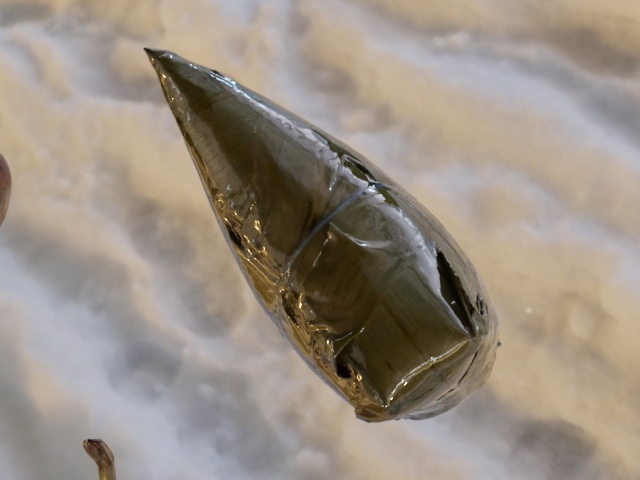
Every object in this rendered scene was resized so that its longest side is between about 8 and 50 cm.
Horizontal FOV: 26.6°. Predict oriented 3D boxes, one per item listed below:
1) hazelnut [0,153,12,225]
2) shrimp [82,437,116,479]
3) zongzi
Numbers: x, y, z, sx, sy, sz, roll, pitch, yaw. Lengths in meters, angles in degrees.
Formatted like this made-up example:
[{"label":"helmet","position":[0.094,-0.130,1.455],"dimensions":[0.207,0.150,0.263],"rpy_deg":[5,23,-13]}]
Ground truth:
[{"label":"hazelnut","position":[-0.289,-0.039,1.110],"dimensions":[0.086,0.086,0.086],"rpy_deg":[-16,52,21]},{"label":"shrimp","position":[-0.170,0.185,0.940],"dimensions":[0.025,0.127,0.091],"rpy_deg":[6,92,15]},{"label":"zongzi","position":[0.000,0.000,1.168],"dimensions":[0.160,0.323,0.360],"rpy_deg":[-43,76,-3]}]
